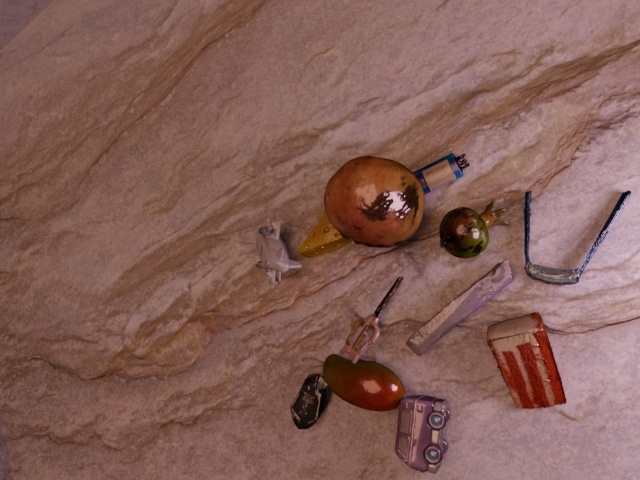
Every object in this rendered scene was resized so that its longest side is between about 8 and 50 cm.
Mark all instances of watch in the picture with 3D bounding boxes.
[{"bbox_3d":[0.719,-0.008,1.469,0.276,0.068,0.274,2,77,26],"label":"watch"}]

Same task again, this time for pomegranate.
[{"bbox_3d":[0.456,-0.039,1.549,0.220,0.156,0.156,-32,69,13],"label":"pomegranate"},{"bbox_3d":[0.168,-0.118,1.606,0.322,0.322,0.322,-5,79,25],"label":"pomegranate"}]

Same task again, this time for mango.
[{"bbox_3d":[0.125,0.450,1.639,0.289,0.129,0.146,2,83,35],"label":"mango"}]

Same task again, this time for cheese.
[{"bbox_3d":[0.000,0.000,1.792,0.171,0.093,0.126,-39,68,16],"label":"cheese"}]

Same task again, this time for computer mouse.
[{"bbox_3d":[-0.030,0.540,1.731,0.106,0.062,0.192,21,85,28],"label":"computer mouse"}]

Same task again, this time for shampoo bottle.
[{"bbox_3d":[0.389,-0.219,1.664,0.183,0.050,0.087,-26,68,20],"label":"shampoo bottle"}]

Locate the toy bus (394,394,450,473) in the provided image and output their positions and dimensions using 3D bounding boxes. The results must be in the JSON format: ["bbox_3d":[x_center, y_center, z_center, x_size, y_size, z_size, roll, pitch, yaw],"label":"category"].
[{"bbox_3d":[0.301,0.564,1.525,0.142,0.142,0.202,4,82,21],"label":"toy bus"}]

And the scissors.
[{"bbox_3d":[0.173,0.246,1.671,0.317,0.024,0.160,-55,23,-7],"label":"scissors"}]

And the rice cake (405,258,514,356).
[{"bbox_3d":[0.424,0.207,1.567,0.399,0.064,0.070,-43,76,14],"label":"rice cake"}]

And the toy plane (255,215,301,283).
[{"bbox_3d":[-0.161,0.038,1.824,0.252,0.118,0.252,176,90,-66],"label":"toy plane"}]

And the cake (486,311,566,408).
[{"bbox_3d":[0.582,0.331,1.478,0.158,0.159,0.262,-17,109,22],"label":"cake"}]
